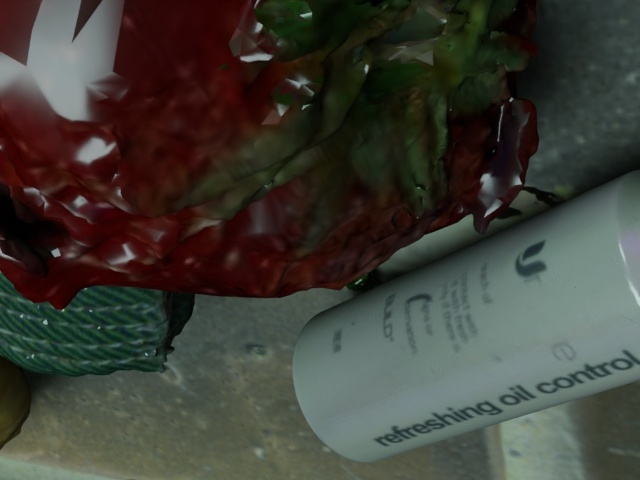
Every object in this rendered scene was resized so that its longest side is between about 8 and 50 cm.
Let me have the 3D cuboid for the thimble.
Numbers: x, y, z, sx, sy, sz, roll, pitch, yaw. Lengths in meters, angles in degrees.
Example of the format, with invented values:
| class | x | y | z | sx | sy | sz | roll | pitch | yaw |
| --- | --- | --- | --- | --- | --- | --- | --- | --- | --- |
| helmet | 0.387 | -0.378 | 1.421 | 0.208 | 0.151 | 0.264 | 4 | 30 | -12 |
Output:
| class | x | y | z | sx | sy | sz | roll | pitch | yaw |
| --- | --- | --- | --- | --- | --- | --- | --- | --- | --- |
| thimble | -0.138 | 0.011 | 0.660 | 0.135 | 0.118 | 0.090 | 10 | 133 | 5 |

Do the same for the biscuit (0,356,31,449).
| class | x | y | z | sx | sy | sz | roll | pitch | yaw |
| --- | --- | --- | --- | --- | --- | --- | --- | --- | --- |
| biscuit | -0.407 | 0.034 | 0.754 | 0.430 | 0.104 | 0.446 | 8 | 148 | 18 |

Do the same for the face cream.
| class | x | y | z | sx | sy | sz | roll | pitch | yaw |
| --- | --- | --- | --- | --- | --- | --- | --- | --- | --- |
| face cream | 0.120 | 0.027 | 0.535 | 0.311 | 0.092 | 0.092 | -27 | 106 | 40 |

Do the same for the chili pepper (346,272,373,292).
| class | x | y | z | sx | sy | sz | roll | pitch | yaw |
| --- | --- | --- | --- | --- | --- | --- | --- | --- | --- |
| chili pepper | 0.000 | 0.000 | 0.635 | 0.083 | 0.022 | 0.027 | 39 | 100 | 1 |

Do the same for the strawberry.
| class | x | y | z | sx | sy | sz | roll | pitch | yaw |
| --- | --- | --- | --- | --- | --- | --- | --- | --- | --- |
| strawberry | -0.044 | -0.099 | 0.462 | 0.220 | 0.274 | 0.274 | 44 | 145 | 43 |
